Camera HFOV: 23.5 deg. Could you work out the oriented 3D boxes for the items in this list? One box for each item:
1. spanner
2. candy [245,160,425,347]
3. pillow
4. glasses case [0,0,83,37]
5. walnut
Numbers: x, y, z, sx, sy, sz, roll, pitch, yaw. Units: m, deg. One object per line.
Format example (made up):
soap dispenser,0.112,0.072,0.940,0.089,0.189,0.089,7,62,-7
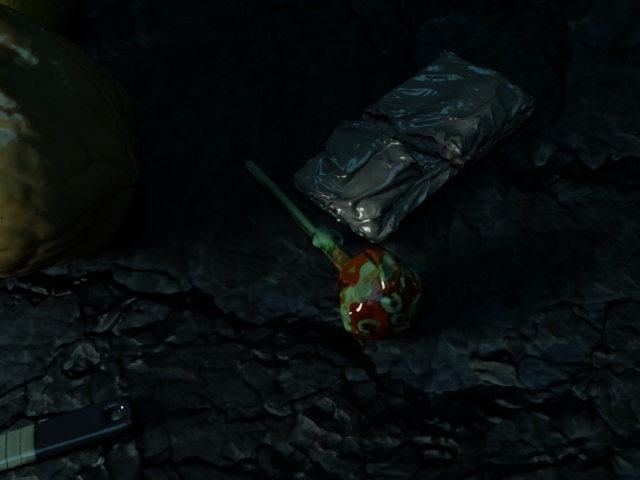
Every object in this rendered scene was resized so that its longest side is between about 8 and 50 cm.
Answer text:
spanner,-0.323,0.199,1.417,0.316,0.024,0.087,-18,49,-6
candy,-0.001,0.001,1.505,0.084,0.078,0.287,-45,50,-1
pillow,0.096,-0.106,1.574,0.248,0.049,0.135,-39,55,-23
glasses case,-0.452,-0.303,1.702,0.371,0.173,0.141,19,62,19
walnut,-0.318,-0.095,1.485,0.313,0.277,0.252,20,90,15
